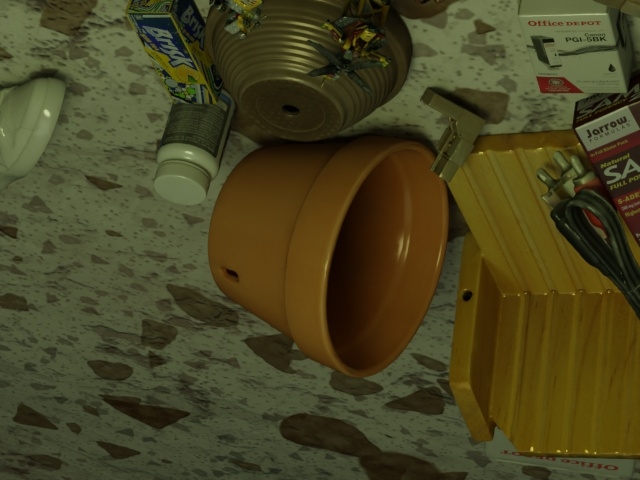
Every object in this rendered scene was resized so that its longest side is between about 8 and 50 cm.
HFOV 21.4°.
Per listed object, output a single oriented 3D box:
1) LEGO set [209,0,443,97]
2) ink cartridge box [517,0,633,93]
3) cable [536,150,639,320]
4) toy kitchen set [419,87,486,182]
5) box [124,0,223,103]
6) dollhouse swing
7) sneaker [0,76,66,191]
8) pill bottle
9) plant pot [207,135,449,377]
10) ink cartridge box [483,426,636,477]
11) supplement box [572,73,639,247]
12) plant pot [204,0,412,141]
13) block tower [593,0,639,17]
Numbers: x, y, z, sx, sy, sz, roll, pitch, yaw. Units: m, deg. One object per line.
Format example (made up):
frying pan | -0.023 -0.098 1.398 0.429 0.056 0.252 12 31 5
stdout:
LEGO set | 0.004 -0.272 1.641 0.255 0.192 0.331 -14 141 44
ink cartridge box | 0.268 -0.216 1.774 0.099 0.056 0.135 1 148 22
cable | 0.351 0.019 1.907 0.287 0.072 0.139 47 167 -5
toy kitchen set | 0.134 -0.127 1.975 0.075 0.083 0.068 27 -171 -21
box | -0.163 -0.227 1.935 0.059 0.054 0.169 2 149 20
dollhouse swing | 0.311 0.071 2.040 0.346 0.315 0.305 -1 157 25
sneaker | -0.442 -0.148 2.130 0.169 0.108 0.292 24 150 -23
pill bottle | -0.153 -0.116 2.034 0.078 0.137 0.078 10 150 6
plant pot | 0.000 0.000 2.059 0.203 0.291 0.291 16 154 29
ink cartridge box | 0.346 0.204 2.375 0.226 0.131 0.306 8 151 9
supplement box | 0.387 -0.067 1.851 0.130 0.073 0.239 -24 112 24
plant pot | -0.022 -0.189 1.889 0.237 0.110 0.237 10 149 6
block tower | 0.319 -0.332 1.523 0.091 0.097 0.335 18 151 -5
